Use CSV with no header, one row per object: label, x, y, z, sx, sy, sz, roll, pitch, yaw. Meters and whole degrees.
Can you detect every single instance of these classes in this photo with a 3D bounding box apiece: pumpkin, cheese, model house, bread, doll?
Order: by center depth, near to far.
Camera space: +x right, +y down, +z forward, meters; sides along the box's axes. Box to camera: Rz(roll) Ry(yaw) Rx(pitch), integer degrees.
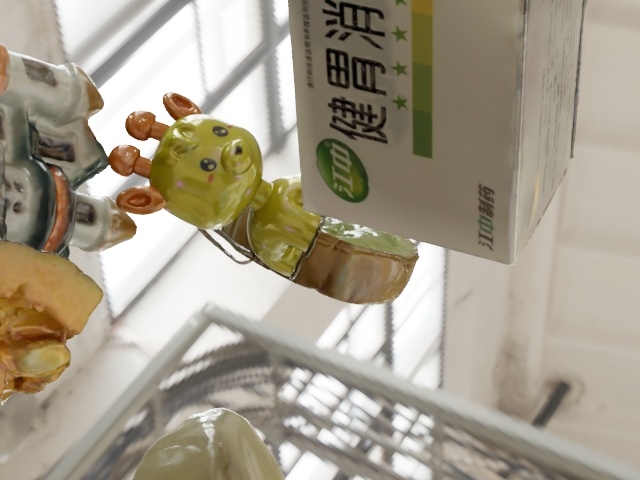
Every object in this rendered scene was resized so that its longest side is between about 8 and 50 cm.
pumpkin,-0.267,0.136,0.922,0.280,0.190,0.139,-28,-35,17
cheese,-0.059,0.310,1.292,0.129,0.351,0.328,-13,-97,11
model house,-0.273,-0.047,1.406,0.190,0.301,0.271,-25,-114,39
doll,-0.096,-0.057,1.439,0.221,0.143,0.135,23,-27,-10
bread,0.000,0.000,1.675,0.236,0.236,0.070,25,-78,17

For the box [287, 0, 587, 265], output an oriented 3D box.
box,0.083,-0.156,1.022,0.173,0.145,0.333,16,-47,22
